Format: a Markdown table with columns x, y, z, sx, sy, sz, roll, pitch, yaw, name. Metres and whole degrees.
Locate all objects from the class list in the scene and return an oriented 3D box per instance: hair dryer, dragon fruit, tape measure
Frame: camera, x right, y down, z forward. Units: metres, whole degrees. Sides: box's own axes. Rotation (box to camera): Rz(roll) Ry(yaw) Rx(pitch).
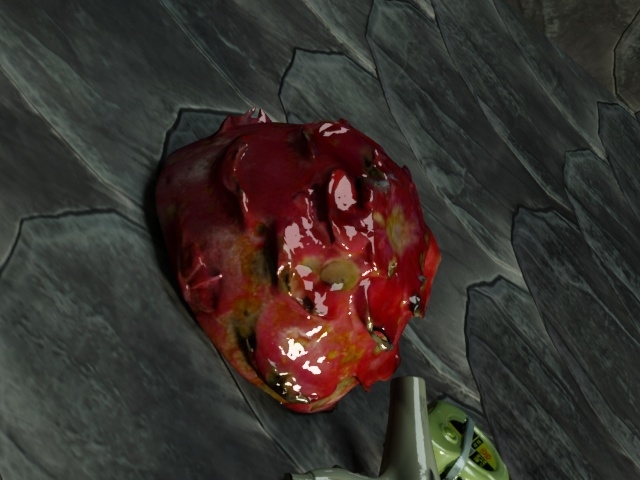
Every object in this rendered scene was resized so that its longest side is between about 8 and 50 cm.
| x | y | z | sx | sy | sz | roll | pitch | yaw | name |
| --- | --- | --- | --- | --- | --- | --- | --- | --- | --- |
| 0.065 | 0.240 | 1.993 | 0.225 | 0.088 | 0.219 | 38 | 51 | -27 | hair dryer |
| 0.000 | 0.000 | 2.038 | 0.386 | 0.249 | 0.371 | -7 | 70 | -62 | dragon fruit |
| 0.161 | 0.272 | 2.167 | 0.154 | 0.087 | 0.177 | 45 | 21 | 3 | tape measure |
